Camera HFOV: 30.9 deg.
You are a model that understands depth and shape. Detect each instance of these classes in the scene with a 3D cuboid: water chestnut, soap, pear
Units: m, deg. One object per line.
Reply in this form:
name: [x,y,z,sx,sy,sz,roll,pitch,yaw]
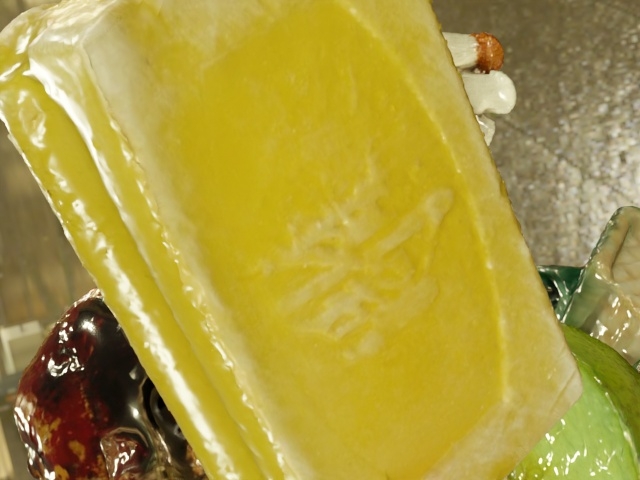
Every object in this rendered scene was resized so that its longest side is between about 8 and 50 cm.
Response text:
water chestnut: [-0.174,0.183,1.222,0.244,0.289,0.289,-57,47,37]
soap: [0.000,0.000,0.559,0.091,0.199,0.314,9,129,51]
pear: [0.255,0.176,1.033,0.239,0.139,0.288,122,132,-75]

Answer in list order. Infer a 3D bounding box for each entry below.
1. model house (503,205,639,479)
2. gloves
model house: [0.364,0.198,1.533,0.445,0.395,0.400,108,145,-44]
gloves: [0.046,-0.103,0.946,0.140,0.219,0.131,60,170,-16]
